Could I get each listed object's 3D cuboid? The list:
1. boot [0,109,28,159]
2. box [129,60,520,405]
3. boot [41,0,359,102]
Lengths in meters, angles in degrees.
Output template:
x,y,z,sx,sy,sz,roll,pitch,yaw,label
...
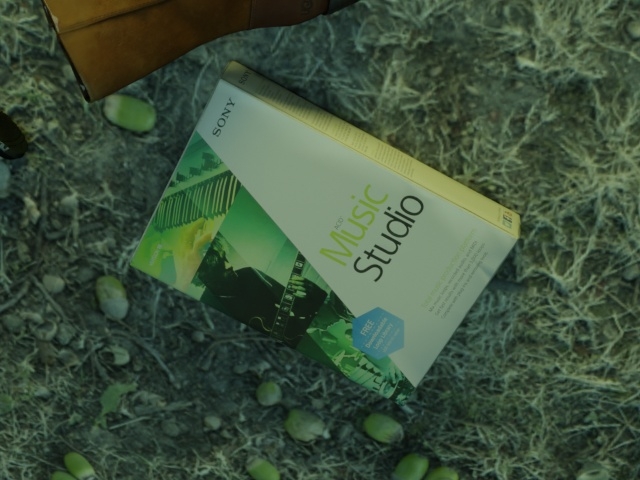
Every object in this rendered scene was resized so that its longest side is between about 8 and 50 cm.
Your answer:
x,y,z,sx,sy,sz,roll,pitch,yaw,label
-0.365,-0.099,1.205,0.121,0.045,0.099,42,114,-3,boot
0.000,0.000,1.179,0.322,0.058,0.232,28,118,-3,box
-0.113,-0.276,0.982,0.280,0.096,0.264,-21,127,-11,boot
